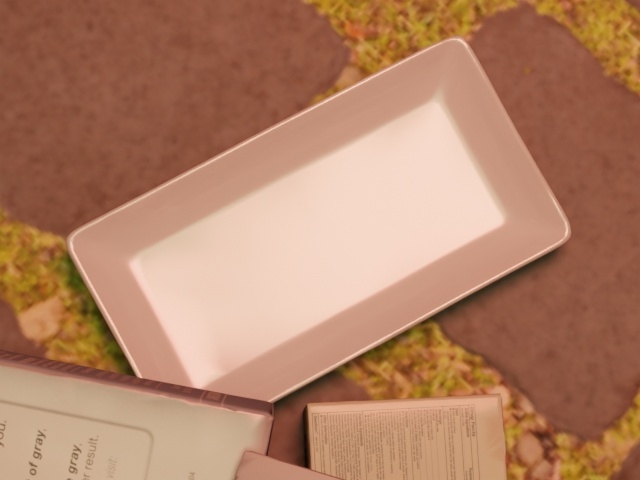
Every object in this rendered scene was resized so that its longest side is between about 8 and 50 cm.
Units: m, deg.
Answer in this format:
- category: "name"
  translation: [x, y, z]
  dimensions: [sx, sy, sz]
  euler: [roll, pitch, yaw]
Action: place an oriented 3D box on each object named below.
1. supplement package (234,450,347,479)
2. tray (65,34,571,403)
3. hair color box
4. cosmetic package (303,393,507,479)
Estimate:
- category: "supplement package"
  translation: [0.061, 0.219, 1.019]
  dimensions: [0.244, 0.134, 0.139]
  euler: [28, 78, -38]
- category: "tray"
  translation: [0.000, 0.000, 1.163]
  dimensions: [0.270, 0.030, 0.145]
  euler: [-28, 83, -8]
- category: "hair color box"
  translation: [-0.225, 0.145, 1.066]
  dimensions: [0.374, 0.113, 0.185]
  euler: [11, 89, -1]
- category: "cosmetic package"
  translation: [0.049, 0.122, 1.140]
  dimensions: [0.115, 0.041, 0.060]
  euler: [-1, 80, -4]
